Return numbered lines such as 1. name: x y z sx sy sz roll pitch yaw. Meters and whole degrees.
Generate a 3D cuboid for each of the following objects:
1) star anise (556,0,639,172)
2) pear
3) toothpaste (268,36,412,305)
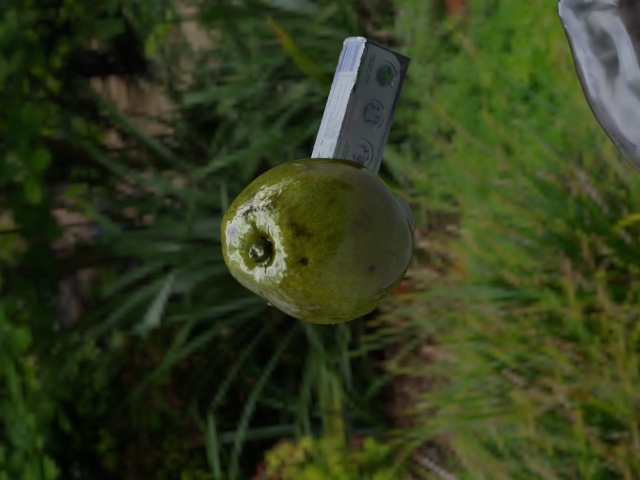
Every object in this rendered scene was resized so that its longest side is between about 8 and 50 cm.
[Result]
1. star anise: 0.207 -0.015 0.586 0.129 0.212 0.282 -60 38 20
2. pear: 0.000 0.000 0.945 0.107 0.131 0.107 15 113 38
3. toothpaste: 0.011 -0.043 1.058 0.040 0.047 0.196 13 86 54
